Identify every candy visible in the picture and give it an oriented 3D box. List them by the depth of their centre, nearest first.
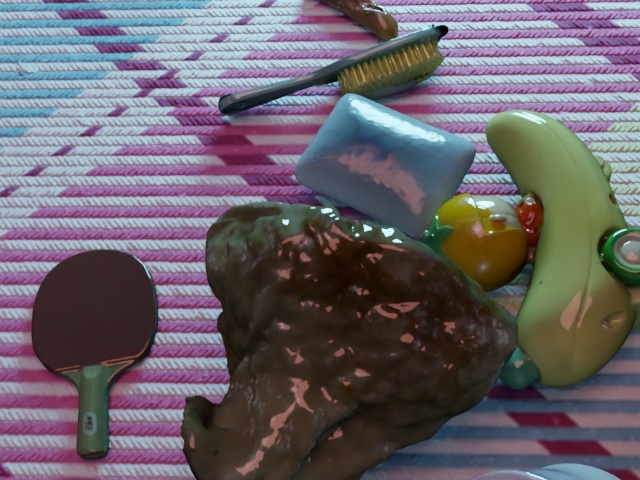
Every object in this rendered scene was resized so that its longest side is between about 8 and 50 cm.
[{"bbox_3d":[0.074,-0.087,1.189,0.174,0.071,0.138,26,66,15],"label":"candy"}]

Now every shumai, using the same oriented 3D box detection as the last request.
[{"bbox_3d":[0.005,0.133,0.949,0.314,0.267,0.262,12,58,17],"label":"shumai"}]

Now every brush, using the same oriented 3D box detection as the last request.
[{"bbox_3d":[0.024,-0.187,1.267,0.297,0.068,0.060,-18,82,-3],"label":"brush"}]

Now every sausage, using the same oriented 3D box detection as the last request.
[{"bbox_3d":[0.041,-0.302,1.342,0.158,0.042,0.036,40,31,21],"label":"sausage"}]

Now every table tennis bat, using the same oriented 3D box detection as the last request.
[{"bbox_3d":[-0.243,0.116,1.123,0.138,0.022,0.246,-6,57,1],"label":"table tennis bat"}]

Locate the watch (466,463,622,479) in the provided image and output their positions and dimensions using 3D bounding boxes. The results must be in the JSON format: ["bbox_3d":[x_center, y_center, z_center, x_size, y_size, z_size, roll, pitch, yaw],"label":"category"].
[{"bbox_3d":[0.221,0.295,0.874,0.244,0.196,0.231,-39,56,32],"label":"watch"}]

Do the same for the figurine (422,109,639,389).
[{"bbox_3d":[0.221,0.002,1.103,0.222,0.124,0.324,-12,59,1],"label":"figurine"}]
